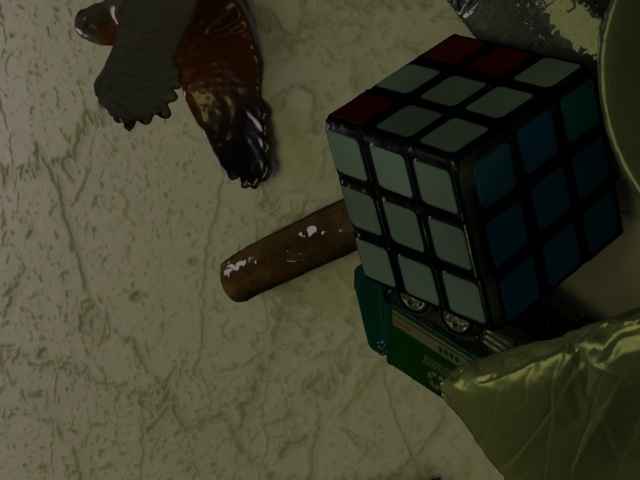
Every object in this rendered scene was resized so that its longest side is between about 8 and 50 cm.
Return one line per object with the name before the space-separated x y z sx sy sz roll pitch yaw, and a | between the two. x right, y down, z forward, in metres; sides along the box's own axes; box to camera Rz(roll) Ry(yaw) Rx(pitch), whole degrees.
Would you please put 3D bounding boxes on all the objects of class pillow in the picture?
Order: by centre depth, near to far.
pillow | 0.273 0.149 1.288 0.274 0.076 0.281 -24 123 25

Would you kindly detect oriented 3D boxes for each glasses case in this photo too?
glasses case | 0.191 -0.171 1.356 0.282 0.067 0.109 54 132 14

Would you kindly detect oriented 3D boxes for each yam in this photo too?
yam | 0.000 0.000 1.543 0.241 0.057 0.057 -27 85 36

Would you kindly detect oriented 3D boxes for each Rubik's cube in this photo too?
Rubik's cube | 0.124 -0.050 1.326 0.163 0.162 0.160 22 137 47

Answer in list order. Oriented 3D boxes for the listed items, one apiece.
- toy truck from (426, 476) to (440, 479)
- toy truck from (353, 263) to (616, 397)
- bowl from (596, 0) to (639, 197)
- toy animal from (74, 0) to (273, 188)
toy truck | 0.047 0.300 1.565 0.177 0.080 0.115 -23 83 36
toy truck | 0.147 0.080 1.426 0.253 0.114 0.124 34 132 24
bowl | 0.358 -0.126 1.201 0.289 0.146 0.289 11 109 34
toy animal | -0.096 -0.241 1.511 0.284 0.225 0.302 -47 61 14
